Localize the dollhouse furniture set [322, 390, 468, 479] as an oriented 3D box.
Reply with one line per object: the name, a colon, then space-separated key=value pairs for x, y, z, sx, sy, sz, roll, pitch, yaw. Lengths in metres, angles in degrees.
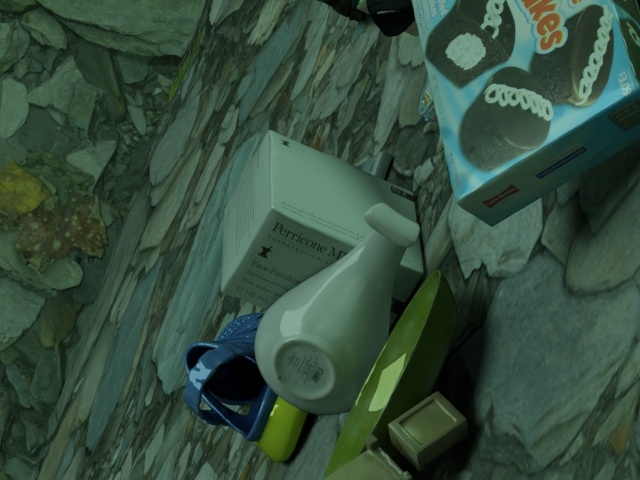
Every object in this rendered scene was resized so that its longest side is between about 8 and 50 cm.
dollhouse furniture set: x=0.081 y=0.253 z=1.607 sx=0.182 sy=0.161 sz=0.101 roll=-32 pitch=-37 yaw=-18

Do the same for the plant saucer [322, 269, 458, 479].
plant saucer: x=0.069 y=0.141 z=1.755 sx=0.241 sy=0.037 sz=0.241 roll=-62 pitch=2 yaw=4

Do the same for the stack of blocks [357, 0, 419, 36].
stack of blocks: x=0.138 y=-0.406 z=2.340 sx=0.171 sy=0.087 sz=0.297 roll=-38 pitch=32 yaw=62

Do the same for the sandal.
sandal: x=-0.096 y=0.148 z=2.214 sx=0.317 sy=0.138 sz=0.126 roll=-131 pitch=63 yaw=-76

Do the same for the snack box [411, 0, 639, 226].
snack box: x=0.177 y=-0.189 z=1.631 sx=0.187 sy=0.060 sz=0.322 roll=-32 pitch=47 yaw=27

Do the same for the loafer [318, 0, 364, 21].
loafer: x=0.026 y=-0.355 z=2.526 sx=0.267 sy=0.084 sz=0.096 roll=89 pitch=-165 yaw=-80

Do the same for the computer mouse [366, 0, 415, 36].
computer mouse: x=0.112 y=-0.317 z=1.984 sx=0.184 sy=0.060 sz=0.262 roll=-68 pitch=13 yaw=-8

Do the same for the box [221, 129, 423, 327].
box: x=0.000 y=0.000 z=2.004 sx=0.119 sy=0.181 sz=0.182 roll=-60 pitch=16 yaw=26

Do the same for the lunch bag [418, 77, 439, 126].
lunch bag: x=0.144 y=-0.151 z=1.948 sx=0.083 sy=0.071 sz=0.053 roll=-69 pitch=16 yaw=-7

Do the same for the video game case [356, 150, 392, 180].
video game case: x=0.031 y=-0.019 z=2.254 sx=0.143 sy=0.019 sz=0.157 roll=-29 pitch=40 yaw=67

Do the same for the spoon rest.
spoon rest: x=0.026 y=0.068 z=1.894 sx=0.276 sy=0.137 sz=0.084 roll=-59 pitch=-6 yaw=36
